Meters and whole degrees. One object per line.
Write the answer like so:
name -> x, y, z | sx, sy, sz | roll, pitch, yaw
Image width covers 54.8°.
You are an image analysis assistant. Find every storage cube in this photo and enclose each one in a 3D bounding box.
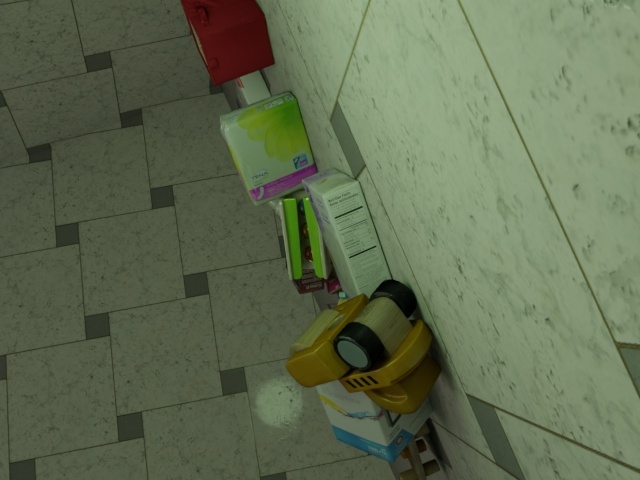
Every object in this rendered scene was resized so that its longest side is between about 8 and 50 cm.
storage cube -> -0.262, -0.594, 1.763 | 0.215, 0.193, 0.183 | 81, 165, -60

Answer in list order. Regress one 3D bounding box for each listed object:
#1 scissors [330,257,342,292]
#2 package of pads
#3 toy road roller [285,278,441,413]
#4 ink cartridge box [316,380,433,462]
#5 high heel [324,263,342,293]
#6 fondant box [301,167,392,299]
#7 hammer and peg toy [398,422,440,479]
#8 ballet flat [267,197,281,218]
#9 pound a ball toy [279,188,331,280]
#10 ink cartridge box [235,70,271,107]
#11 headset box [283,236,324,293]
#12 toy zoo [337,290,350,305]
scissors -> 0.085, 0.190, 2.372 | 0.109, 0.021, 0.297 | 89, 156, -66
package of pads -> -0.150, -0.264, 1.810 | 0.101, 0.229, 0.296 | -122, 12, -52
toy road roller -> 0.107, 0.259, 1.357 | 0.240, 0.202, 0.329 | 52, 142, -8
ink cartridge box -> 0.130, 0.375, 1.576 | 0.197, 0.198, 0.270 | 8, 127, 44
high heel -> 0.054, 0.129, 2.221 | 0.244, 0.082, 0.117 | 88, 168, -83
fondant box -> 0.072, 0.001, 1.523 | 0.238, 0.096, 0.330 | -133, 23, -71
hammer and peg toy -> 0.237, 0.551, 1.907 | 0.361, 0.127, 0.266 | -117, 8, -57
ballet flat -> -0.151, -0.210, 2.161 | 0.147, 0.147, 0.408 | -131, 29, -69
pound a ball toy -> 0.000, 0.000, 1.942 | 0.136, 0.208, 0.319 | -67, -28, -66
ink cartridge box -> -0.245, -0.532, 2.258 | 0.218, 0.092, 0.158 | 124, 123, -80
headset box -> -0.069, 0.055, 2.456 | 0.218, 0.110, 0.293 | -123, 27, -57
toy zoo -> 0.102, 0.279, 2.024 | 0.192, 0.030, 0.293 | -65, -34, -46
